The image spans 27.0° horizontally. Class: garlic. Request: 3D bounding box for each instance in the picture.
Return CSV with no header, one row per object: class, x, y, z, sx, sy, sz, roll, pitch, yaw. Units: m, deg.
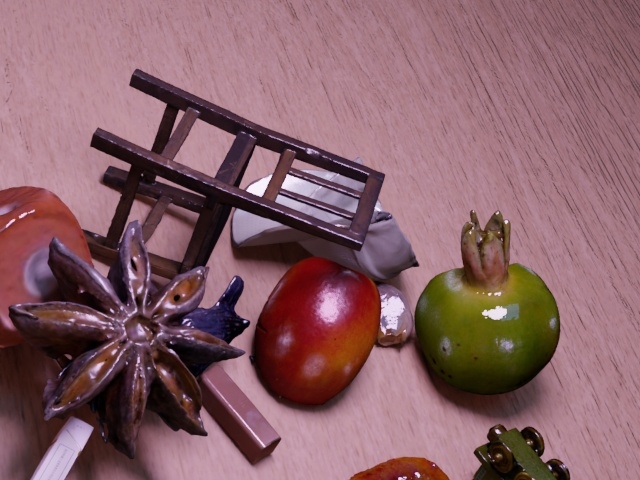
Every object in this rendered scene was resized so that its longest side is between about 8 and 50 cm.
garlic,0.103,0.107,2.191,0.084,0.066,0.152,-12,58,-36

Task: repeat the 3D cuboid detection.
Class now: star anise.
star anise,-0.256,0.130,1.760,0.331,0.117,0.332,12,67,-31

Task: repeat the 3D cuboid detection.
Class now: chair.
chair,-0.145,-0.049,2.034,0.416,0.241,0.203,23,41,-1

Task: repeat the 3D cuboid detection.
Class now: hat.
hat,0.004,-0.007,2.209,0.301,0.168,0.258,-8,25,-7

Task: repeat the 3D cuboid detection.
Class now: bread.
bread,0.075,0.379,1.882,0.268,0.095,0.139,-7,46,-31

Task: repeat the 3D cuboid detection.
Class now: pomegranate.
pomegranate,0.269,0.101,2.128,0.236,0.302,0.236,-1,37,1

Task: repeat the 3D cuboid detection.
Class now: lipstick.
lipstick,-0.121,0.250,1.928,0.045,0.045,0.145,-23,63,-45

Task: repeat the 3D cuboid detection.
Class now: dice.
dice,-0.429,0.030,1.814,0.179,0.174,0.175,10,33,43

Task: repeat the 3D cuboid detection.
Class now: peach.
peach,-0.008,0.142,2.045,0.196,0.226,0.190,18,-9,39

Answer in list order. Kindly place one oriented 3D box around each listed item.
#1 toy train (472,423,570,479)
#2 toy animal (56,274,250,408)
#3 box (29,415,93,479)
toy train,0.313,0.384,1.991,0.090,0.137,0.225,-15,54,-35
toy animal,-0.232,0.136,1.917,0.298,0.122,0.185,-12,52,-26
box,-0.348,0.306,1.704,0.040,0.084,0.154,29,41,-3
